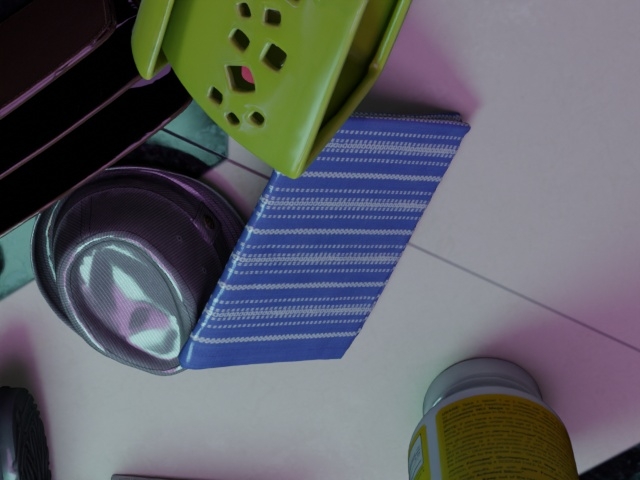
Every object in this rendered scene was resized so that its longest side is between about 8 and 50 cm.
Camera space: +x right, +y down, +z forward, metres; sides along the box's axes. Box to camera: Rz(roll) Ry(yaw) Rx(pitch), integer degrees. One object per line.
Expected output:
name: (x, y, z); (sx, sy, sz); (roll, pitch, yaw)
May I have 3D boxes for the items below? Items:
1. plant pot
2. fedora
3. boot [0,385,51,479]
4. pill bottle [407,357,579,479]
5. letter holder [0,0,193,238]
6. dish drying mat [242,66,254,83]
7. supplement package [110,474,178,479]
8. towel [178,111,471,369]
plant pot: (-0.036, -0.233, 1.662); (0.207, 0.228, 0.227); (28, 129, 8)
fedora: (-0.191, 0.052, 1.945); (0.244, 0.124, 0.275); (-20, 120, 12)
boot: (-0.539, 0.315, 2.075); (0.445, 0.146, 0.367); (0, 132, 2)
pill bottle: (0.192, 0.281, 1.973); (0.188, 0.334, 0.188); (0, 122, -1)
letter holder: (-0.287, -0.108, 1.767); (0.302, 0.214, 0.152); (-33, 117, 8)
dish drying mat: (-0.092, -0.181, 1.871); (0.083, 0.008, 0.032); (36, 114, -20)
supplement package: (-0.162, 0.401, 2.117); (0.194, 0.203, 0.149); (4, 122, -4)
towel: (0.000, 0.000, 1.900); (0.243, 0.040, 0.336); (-2, 129, -43)
